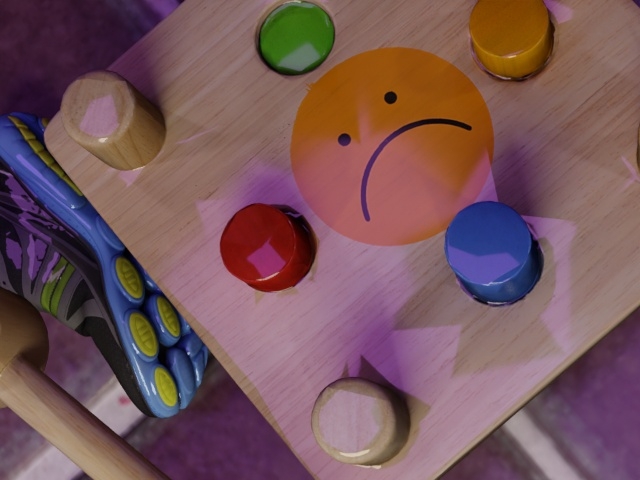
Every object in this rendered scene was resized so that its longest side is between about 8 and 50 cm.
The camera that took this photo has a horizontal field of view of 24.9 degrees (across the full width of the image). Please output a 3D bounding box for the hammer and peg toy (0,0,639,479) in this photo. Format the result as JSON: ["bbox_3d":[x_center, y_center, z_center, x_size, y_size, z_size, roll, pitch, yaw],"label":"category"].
[{"bbox_3d":[0.000,0.000,0.676,0.361,0.127,0.266,-42,75,1],"label":"hammer and peg toy"}]

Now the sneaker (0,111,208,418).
[{"bbox_3d":[-0.127,0.018,0.780,0.188,0.067,0.078,52,123,13],"label":"sneaker"}]
